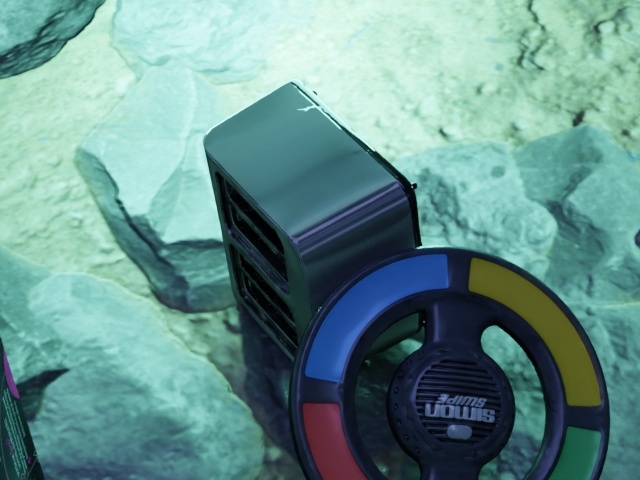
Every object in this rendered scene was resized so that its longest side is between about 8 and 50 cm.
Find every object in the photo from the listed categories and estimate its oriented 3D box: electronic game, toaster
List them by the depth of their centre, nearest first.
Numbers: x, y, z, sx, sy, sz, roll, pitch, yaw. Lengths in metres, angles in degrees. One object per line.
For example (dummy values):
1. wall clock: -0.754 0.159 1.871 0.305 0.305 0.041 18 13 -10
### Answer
1. electronic game: 0.090 0.114 1.022 0.229 0.048 0.229 4 73 -12
2. toaster: 0.000 0.000 1.121 0.110 0.168 0.186 -29 50 -19

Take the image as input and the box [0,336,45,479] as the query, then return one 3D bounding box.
1. box: -0.281 0.151 0.932 0.163 0.247 0.142 1 45 5
